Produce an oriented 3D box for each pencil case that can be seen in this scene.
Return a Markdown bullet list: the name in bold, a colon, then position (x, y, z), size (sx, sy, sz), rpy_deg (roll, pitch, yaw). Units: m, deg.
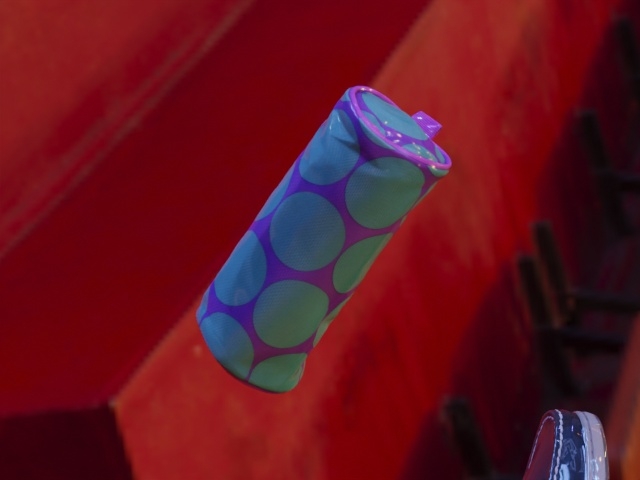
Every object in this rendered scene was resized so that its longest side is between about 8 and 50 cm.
- **pencil case**: position (0.000, 0.000, 0.896), size (0.064, 0.151, 0.070), rpy_deg (44, 21, 23)

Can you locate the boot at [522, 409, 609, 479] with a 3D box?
- **boot**: position (0.058, 0.184, 1.024), size (0.085, 0.179, 0.236), rpy_deg (111, -3, -67)
